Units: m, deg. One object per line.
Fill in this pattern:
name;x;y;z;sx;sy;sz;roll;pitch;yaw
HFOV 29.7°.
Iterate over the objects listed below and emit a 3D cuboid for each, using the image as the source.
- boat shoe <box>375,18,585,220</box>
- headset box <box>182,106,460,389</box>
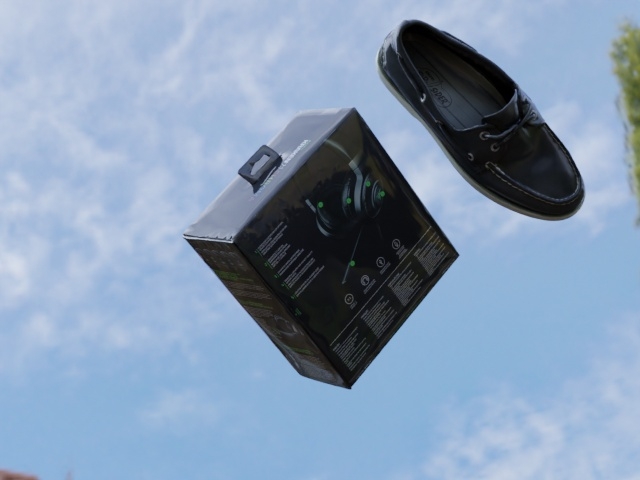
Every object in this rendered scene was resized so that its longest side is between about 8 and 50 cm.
boat shoe;0.213;-0.164;1.549;0.127;0.340;0.113;-39;-10;-15
headset box;0.000;0.000;1.540;0.131;0.246;0.283;6;-40;55
